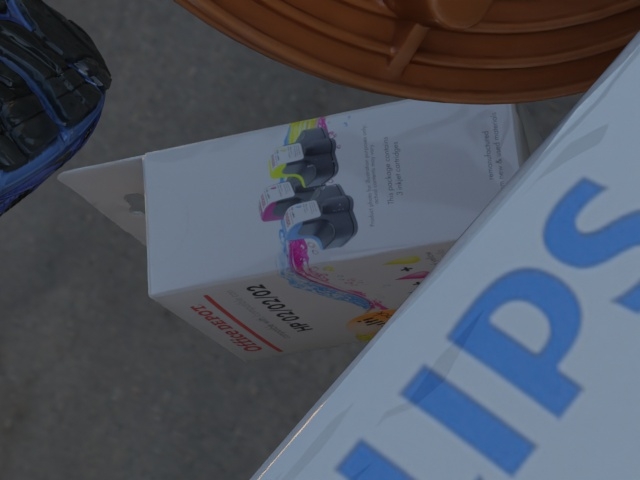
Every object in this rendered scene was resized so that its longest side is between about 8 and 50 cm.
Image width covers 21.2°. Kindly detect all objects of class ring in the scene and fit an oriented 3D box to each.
[{"bbox_3d":[0.057,-0.197,0.405,0.032,0.336,0.336,21,85,56],"label":"ring"}]

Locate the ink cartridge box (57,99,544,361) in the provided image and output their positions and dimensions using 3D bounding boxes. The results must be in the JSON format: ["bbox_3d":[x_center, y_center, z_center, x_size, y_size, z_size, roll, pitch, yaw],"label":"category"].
[{"bbox_3d":[0.000,0.000,0.664,0.181,0.104,0.061,-10,69,16],"label":"ink cartridge box"}]

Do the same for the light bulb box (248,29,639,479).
[{"bbox_3d":[0.134,0.111,0.478,0.225,0.361,0.358,37,71,16],"label":"light bulb box"}]

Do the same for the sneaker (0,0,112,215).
[{"bbox_3d":[-0.155,0.001,0.470,0.221,0.087,0.083,-34,74,-21],"label":"sneaker"}]
